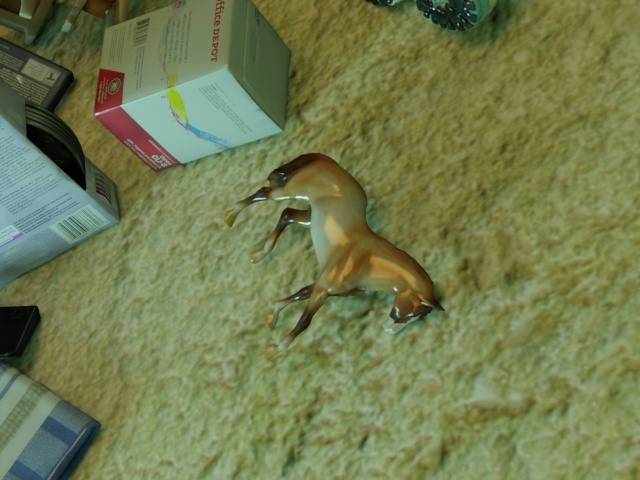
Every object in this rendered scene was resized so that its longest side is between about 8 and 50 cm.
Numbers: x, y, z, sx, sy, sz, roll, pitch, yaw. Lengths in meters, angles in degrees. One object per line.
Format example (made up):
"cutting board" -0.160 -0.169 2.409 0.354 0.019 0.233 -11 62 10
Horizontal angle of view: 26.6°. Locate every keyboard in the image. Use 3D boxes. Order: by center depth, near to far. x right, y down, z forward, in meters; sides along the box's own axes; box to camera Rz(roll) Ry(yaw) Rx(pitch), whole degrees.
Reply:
"keyboard" -0.405 0.100 1.523 0.180 0.023 0.108 -2 42 14

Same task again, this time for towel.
"towel" -0.379 0.228 1.447 0.285 0.034 0.209 21 72 38

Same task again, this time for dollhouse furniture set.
"dollhouse furniture set" -0.367 -0.349 1.685 0.259 0.262 0.135 160 128 -70

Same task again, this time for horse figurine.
"horse figurine" 0.000 0.000 1.330 0.174 0.066 0.263 -33 50 18

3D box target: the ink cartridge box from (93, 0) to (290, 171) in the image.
"ink cartridge box" -0.139 -0.178 1.495 0.176 0.127 0.128 -15 53 25

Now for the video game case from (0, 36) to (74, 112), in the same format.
"video game case" -0.460 -0.138 1.675 0.196 0.026 0.274 26 72 9

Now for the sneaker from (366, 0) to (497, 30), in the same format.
"sneaker" 0.110 -0.316 1.464 0.122 0.110 0.283 -38 47 -18

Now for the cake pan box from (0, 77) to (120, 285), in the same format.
"cake pan box" -0.390 -0.052 1.496 0.267 0.246 0.070 -27 50 16
